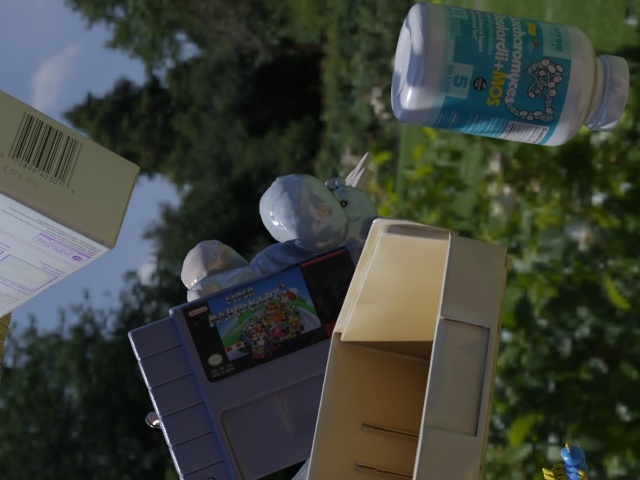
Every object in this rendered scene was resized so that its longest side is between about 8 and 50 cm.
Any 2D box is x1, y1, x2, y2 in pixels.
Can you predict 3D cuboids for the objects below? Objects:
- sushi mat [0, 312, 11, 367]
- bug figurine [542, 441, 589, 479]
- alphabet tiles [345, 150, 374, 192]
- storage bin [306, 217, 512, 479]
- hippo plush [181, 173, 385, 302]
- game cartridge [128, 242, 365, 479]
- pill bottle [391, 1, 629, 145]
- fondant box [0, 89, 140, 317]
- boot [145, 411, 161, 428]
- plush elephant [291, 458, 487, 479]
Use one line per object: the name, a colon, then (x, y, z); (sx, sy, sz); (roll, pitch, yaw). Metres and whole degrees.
sushi mat: (-0.471, 0.058, 1.447); (0.019, 0.316, 0.151); (-37, 35, 28)
bug figurine: (0.512, 0.432, 2.211); (0.072, 0.279, 0.216); (-47, -44, -34)
alphabet tiles: (0.000, 0.000, 2.056); (0.278, 0.021, 0.284); (-61, 7, -32)
storage bin: (0.064, 0.156, 1.119); (0.260, 0.123, 0.262); (105, 177, -62)
hippo plush: (-0.010, 0.044, 1.768); (0.236, 0.294, 0.234); (-50, 45, 18)
game cartridge: (-0.032, 0.150, 1.635); (0.068, 0.355, 0.230); (167, 83, -81)
pill bottle: (0.225, -0.193, 1.593); (0.146, 0.264, 0.146); (-173, 90, -82)
fondant box: (-0.358, -0.032, 1.253); (0.330, 0.238, 0.096); (-27, 41, 47)
boot: (-0.207, 0.211, 1.888); (0.106, 0.037, 0.114); (12, 93, 56)
plush elephant: (0.128, 0.324, 1.998); (0.330, 0.255, 0.272); (-51, 8, 26)
